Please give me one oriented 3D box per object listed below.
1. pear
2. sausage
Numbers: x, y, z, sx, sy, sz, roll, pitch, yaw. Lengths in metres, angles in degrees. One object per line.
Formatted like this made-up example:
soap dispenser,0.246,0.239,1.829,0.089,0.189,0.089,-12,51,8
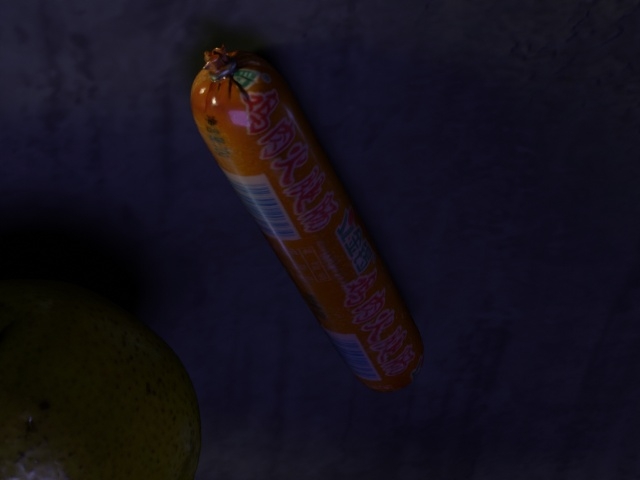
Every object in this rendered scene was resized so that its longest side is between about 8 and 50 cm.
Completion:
pear,-0.164,0.112,1.037,0.198,0.198,0.198,-11,144,-8
sausage,0.000,0.000,1.054,0.053,0.053,0.348,-21,144,7
